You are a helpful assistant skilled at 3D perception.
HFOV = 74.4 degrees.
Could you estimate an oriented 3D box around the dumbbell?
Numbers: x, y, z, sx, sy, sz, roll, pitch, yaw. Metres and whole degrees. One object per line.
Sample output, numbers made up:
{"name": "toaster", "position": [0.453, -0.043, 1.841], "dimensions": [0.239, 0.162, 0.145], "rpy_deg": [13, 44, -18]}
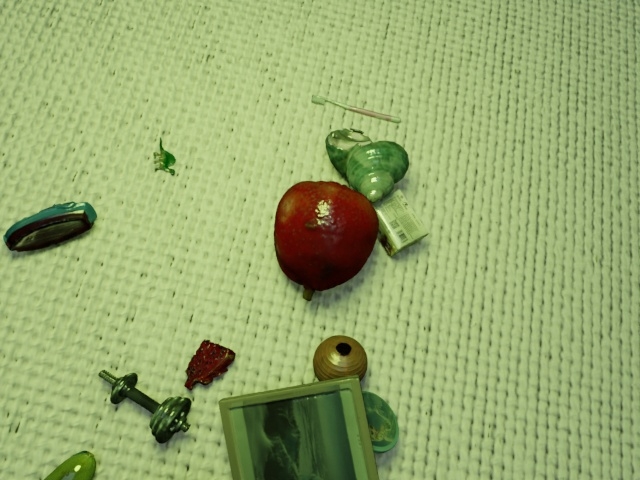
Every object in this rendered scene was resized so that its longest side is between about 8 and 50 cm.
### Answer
{"name": "dumbbell", "position": [-0.415, 0.376, 0.988], "dimensions": [0.255, 0.110, 0.110], "rpy_deg": [27, 73, 9]}

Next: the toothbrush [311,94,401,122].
{"name": "toothbrush", "position": [0.110, -0.405, 1.309], "dimensions": [0.287, 0.020, 0.025], "rpy_deg": [14, 81, -1]}

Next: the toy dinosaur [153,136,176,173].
{"name": "toy dinosaur", "position": [-0.445, -0.239, 1.206], "dimensions": [0.061, 0.029, 0.119], "rpy_deg": [-1, 68, -22]}

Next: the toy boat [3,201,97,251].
{"name": "toy boat", "position": [-0.698, -0.044, 1.084], "dimensions": [0.224, 0.100, 0.097], "rpy_deg": [-22, 53, -11]}

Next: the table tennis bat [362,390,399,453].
{"name": "table tennis bat", "position": [0.086, 0.421, 1.004], "dimensions": [0.238, 0.038, 0.149], "rpy_deg": [20, 39, -20]}

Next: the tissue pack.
{"name": "tissue pack", "position": [0.207, -0.046, 1.171], "dimensions": [0.106, 0.099, 0.148], "rpy_deg": [-27, 78, -15]}

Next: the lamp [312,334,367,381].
{"name": "lamp", "position": [0.049, 0.299, 1.036], "dimensions": [0.137, 0.136, 0.136], "rpy_deg": [2, 74, -5]}

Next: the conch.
{"name": "conch", "position": [0.131, -0.208, 1.150], "dimensions": [0.221, 0.195, 0.276], "rpy_deg": [10, 52, -23]}

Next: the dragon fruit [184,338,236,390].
{"name": "dragon fruit", "position": [-0.272, 0.320, 1.050], "dimensions": [0.097, 0.063, 0.131], "rpy_deg": [18, 69, 34]}

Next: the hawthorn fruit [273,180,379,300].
{"name": "hawthorn fruit", "position": [0.000, 0.000, 1.064], "dimensions": [0.266, 0.265, 0.306], "rpy_deg": [20, 91, 0]}

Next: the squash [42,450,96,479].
{"name": "squash", "position": [-0.632, 0.600, 0.905], "dimensions": [0.341, 0.094, 0.094], "rpy_deg": [-39, 81, -17]}

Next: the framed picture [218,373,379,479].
{"name": "framed picture", "position": [-0.031, 0.544, 0.929], "dimensions": [0.327, 0.028, 0.445], "rpy_deg": [-12, 87, 5]}
